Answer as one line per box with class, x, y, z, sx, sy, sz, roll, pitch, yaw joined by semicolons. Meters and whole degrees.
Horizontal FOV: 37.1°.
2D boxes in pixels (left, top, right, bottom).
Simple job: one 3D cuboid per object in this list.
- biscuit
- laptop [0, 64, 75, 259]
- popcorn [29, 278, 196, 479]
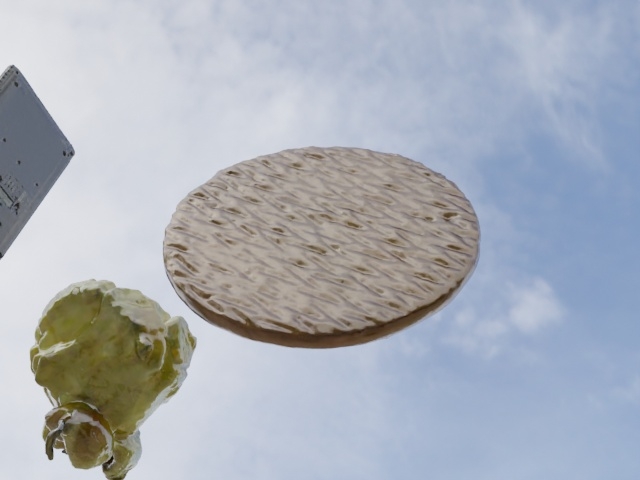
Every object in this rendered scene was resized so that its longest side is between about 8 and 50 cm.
biscuit;0.000;0.000;0.779;0.262;0.262;0.037;-3;-53;4
laptop;-0.328;-0.078;0.984;0.016;0.180;0.129;0;-42;27
popcorn;-0.236;0.140;1.009;0.168;0.195;0.173;30;-17;-6
